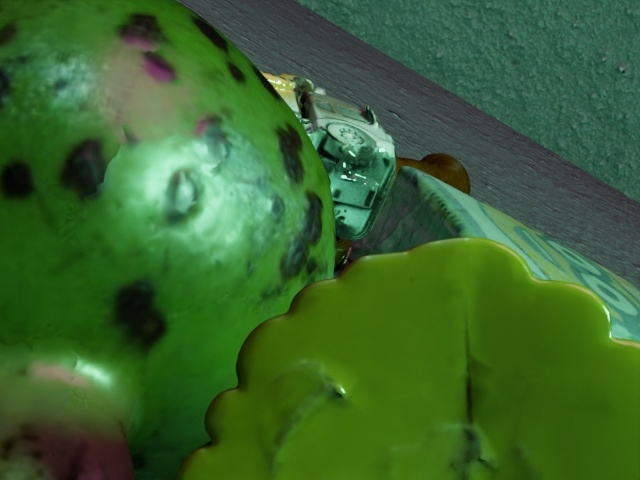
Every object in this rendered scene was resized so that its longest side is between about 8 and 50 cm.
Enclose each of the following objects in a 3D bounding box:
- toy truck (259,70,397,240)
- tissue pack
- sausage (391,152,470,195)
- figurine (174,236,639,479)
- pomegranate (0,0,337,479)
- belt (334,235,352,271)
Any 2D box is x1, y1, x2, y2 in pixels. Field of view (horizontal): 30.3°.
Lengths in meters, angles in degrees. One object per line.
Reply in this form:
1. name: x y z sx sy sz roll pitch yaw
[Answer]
1. toy truck: -0.076 -0.088 1.005 0.270 0.114 0.135 14 29 -18
2. tissue pack: 0.196 0.076 1.059 0.311 0.128 0.228 26 17 -24
3. sausage: 0.110 -0.064 1.392 0.103 0.076 0.302 39 18 22
4. figurine: 0.058 0.105 0.486 0.187 0.168 0.315 61 5 6
5. pomegranate: -0.121 0.015 0.486 0.242 0.242 0.306 33 26 2
6. belt: 0.000 0.000 1.077 0.059 0.036 0.083 32 18 -3
